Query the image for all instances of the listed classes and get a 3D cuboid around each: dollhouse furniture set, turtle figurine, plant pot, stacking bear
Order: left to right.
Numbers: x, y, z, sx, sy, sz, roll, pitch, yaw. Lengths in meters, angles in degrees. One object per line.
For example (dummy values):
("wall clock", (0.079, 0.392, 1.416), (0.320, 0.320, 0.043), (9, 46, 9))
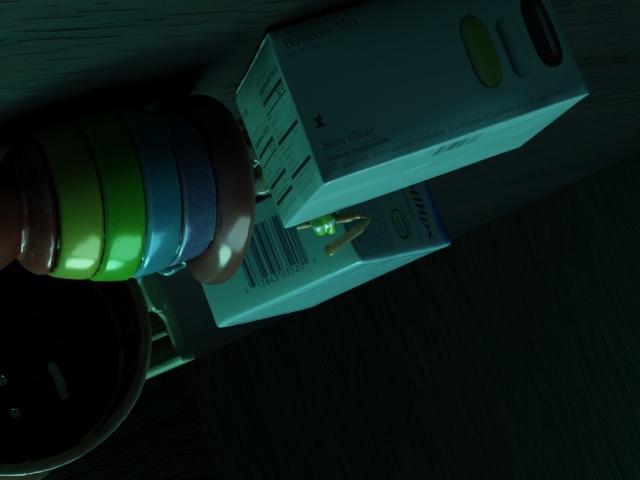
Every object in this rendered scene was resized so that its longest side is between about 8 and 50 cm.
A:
("plant pot", (-0.327, 0.135, 1.580), (0.272, 0.272, 0.265), (-19, 165, -21))
("stacking bear", (-0.219, -0.034, 1.351), (0.289, 0.175, 0.164), (-10, 171, -25))
("dollhouse furniture set", (-0.313, 0.131, 2.279), (0.212, 0.161, 0.242), (-24, 173, 24))
("turtle figurine", (-0.018, -0.082, 1.615), (0.217, 0.087, 0.269), (-14, -138, 37))

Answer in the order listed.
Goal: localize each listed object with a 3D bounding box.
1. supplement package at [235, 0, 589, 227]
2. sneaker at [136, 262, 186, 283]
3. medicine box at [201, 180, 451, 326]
("supplement package", (0.077, -0.136, 1.439), (0.262, 0.145, 0.204), (-20, 174, -14))
("sneaker", (-0.248, 0.015, 1.717), (0.262, 0.125, 0.104), (-16, 171, -37))
("medicine box", (0.000, 0.000, 2.259), (0.263, 0.149, 0.289), (-25, 173, 30))
